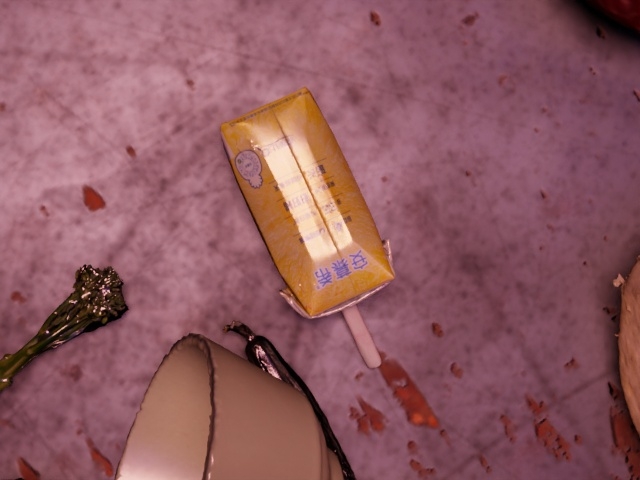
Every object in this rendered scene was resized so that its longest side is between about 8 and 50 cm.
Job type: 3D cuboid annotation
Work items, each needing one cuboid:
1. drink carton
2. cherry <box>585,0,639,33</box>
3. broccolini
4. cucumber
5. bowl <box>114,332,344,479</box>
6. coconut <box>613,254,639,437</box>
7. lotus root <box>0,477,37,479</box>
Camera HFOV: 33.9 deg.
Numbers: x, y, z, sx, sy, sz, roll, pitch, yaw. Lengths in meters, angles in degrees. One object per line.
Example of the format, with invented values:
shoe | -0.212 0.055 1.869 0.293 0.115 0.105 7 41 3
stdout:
drink carton | 0.000 0.000 0.729 0.084 0.074 0.200 -25 90 -7
cherry | 0.250 -0.266 0.694 0.203 0.230 0.300 -3 73 -19
broccolini | -0.221 0.095 0.716 0.218 0.042 0.044 -40 92 -5
cucumber | -0.019 0.126 0.741 0.039 0.043 0.163 -29 88 35
bowl | -0.058 0.173 0.659 0.112 0.211 0.211 20 86 -19
coconut | 0.341 0.069 0.689 0.247 0.245 0.244 -12 89 -8
lotus root | -0.228 0.250 0.671 0.221 0.125 0.118 -53 136 -1
